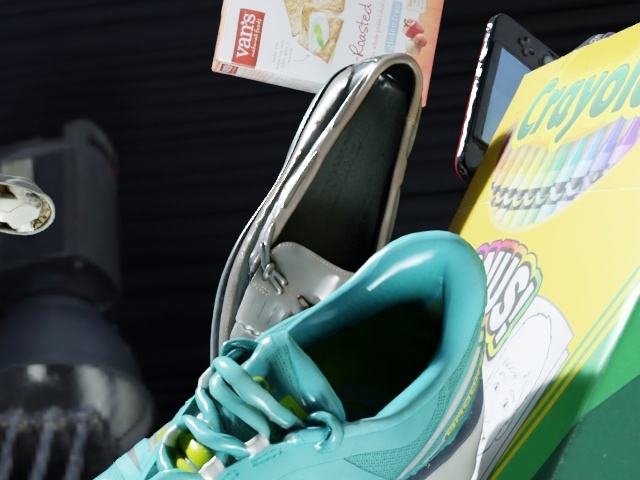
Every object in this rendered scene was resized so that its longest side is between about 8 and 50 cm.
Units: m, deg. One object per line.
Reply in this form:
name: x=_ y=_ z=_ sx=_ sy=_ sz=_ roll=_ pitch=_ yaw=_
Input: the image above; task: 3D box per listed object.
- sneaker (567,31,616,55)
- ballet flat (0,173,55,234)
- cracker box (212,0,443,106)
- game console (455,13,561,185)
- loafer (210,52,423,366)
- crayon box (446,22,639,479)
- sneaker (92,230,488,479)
sneaker: x=0.234 y=-0.030 z=1.073 sx=0.107 sy=0.124 sz=0.283 roll=4 pitch=-80 yaw=-56
ballet flat: x=-0.371 y=-0.044 z=1.373 sx=0.213 sy=0.068 sz=0.072 roll=5 pitch=-67 yaw=-53
cracker box: x=0.010 y=-0.239 z=1.400 sx=0.067 sy=0.232 sz=0.155 roll=164 pitch=116 yaw=-79
game console: x=0.174 y=-0.086 z=0.899 sx=0.124 sy=0.085 sz=0.144 roll=32 pitch=-122 yaw=-28
loafer: x=0.000 y=0.000 z=0.816 sx=0.084 sy=0.096 sz=0.267 roll=147 pitch=142 yaw=-72
crayon box: x=0.125 y=0.051 z=0.645 sx=0.313 sy=0.106 sz=0.363 roll=-64 pitch=7 yaw=-4
sneaker: x=-0.035 y=0.083 z=0.440 sx=0.275 sy=0.107 sz=0.110 roll=-37 pitch=-31 yaw=-39
